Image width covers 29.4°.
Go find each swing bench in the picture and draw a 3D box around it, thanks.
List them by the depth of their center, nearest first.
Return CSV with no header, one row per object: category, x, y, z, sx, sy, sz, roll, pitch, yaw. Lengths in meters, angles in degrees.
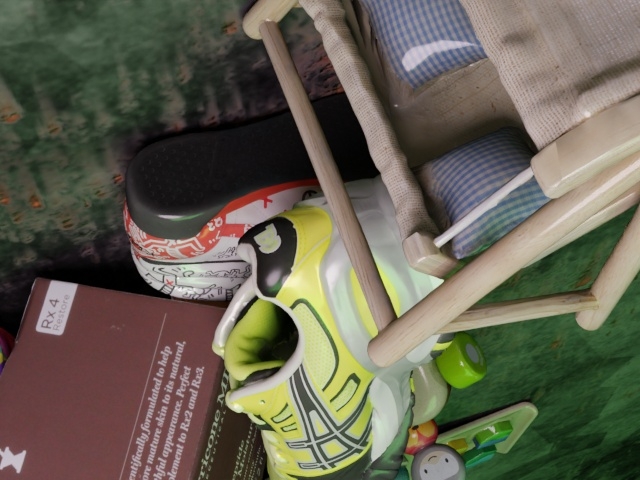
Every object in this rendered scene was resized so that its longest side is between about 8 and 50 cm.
swing bench,0.102,-0.108,0.654,0.165,0.253,0.255,-7,151,-28

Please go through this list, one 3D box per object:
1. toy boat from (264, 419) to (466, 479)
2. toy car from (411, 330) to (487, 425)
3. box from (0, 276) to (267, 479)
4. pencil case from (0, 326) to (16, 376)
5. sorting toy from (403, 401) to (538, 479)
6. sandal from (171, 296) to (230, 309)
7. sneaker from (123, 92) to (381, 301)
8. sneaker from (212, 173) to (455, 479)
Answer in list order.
toy boat,0.051,0.320,1.557,0.267,0.148,0.318,-9,151,-47
toy car,0.093,0.092,1.238,0.155,0.149,0.188,-32,-178,29
box,-0.144,0.151,0.981,0.167,0.168,0.203,9,160,13
pencil case,-0.273,0.116,0.983,0.104,0.104,0.236,-22,154,1
sorting toy,0.210,0.315,1.824,0.208,0.038,0.193,-14,154,-16
sandal,0.002,0.009,0.987,0.265,0.102,0.076,-19,154,-1
sneaker,-0.014,-0.029,0.915,0.270,0.090,0.145,-11,154,-14
sneaker,-0.011,0.090,0.894,0.147,0.145,0.385,-7,139,-18
